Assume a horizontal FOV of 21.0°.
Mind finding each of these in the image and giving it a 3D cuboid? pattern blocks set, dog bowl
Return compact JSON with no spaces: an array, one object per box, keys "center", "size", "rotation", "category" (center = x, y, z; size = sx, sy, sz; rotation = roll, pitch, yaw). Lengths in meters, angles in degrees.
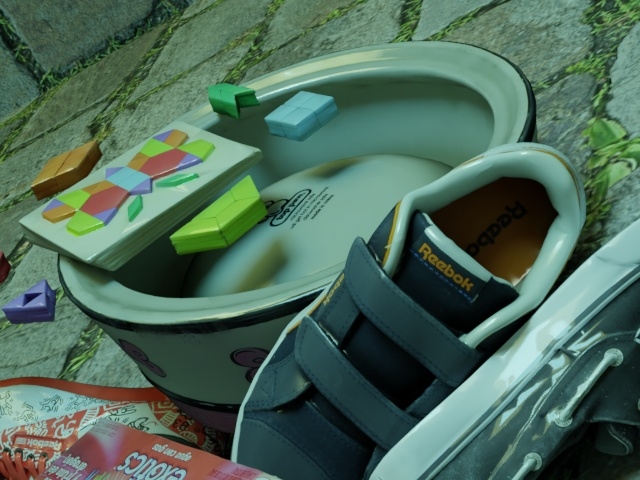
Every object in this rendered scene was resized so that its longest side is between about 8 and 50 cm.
[{"center":[-0.151,-0.039,1.415],"size":[0.285,0.026,0.325],"rotation":[7,40,43],"category":"pattern blocks set"},{"center":[0.000,0.000,1.422],"size":[0.408,0.150,0.408],"rotation":[-18,29,10],"category":"dog bowl"}]

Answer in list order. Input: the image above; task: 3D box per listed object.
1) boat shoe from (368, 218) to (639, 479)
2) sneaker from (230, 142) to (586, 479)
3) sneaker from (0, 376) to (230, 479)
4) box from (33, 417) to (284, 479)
[{"center":[0.171,0.092,1.106],"size":[0.301,0.102,0.108],"rotation":[-41,-20,-10],"category":"boat shoe"},{"center":[0.053,0.058,1.144],"size":[0.321,0.126,0.127],"rotation":[-51,-6,-6],"category":"sneaker"},{"center":[-0.215,0.189,1.434],"size":[0.270,0.090,0.145],"rotation":[-2,30,10],"category":"sneaker"},{"center":[-0.098,0.234,1.141],"size":[0.142,0.154,0.300],"rotation":[-43,21,-20],"category":"box"}]
